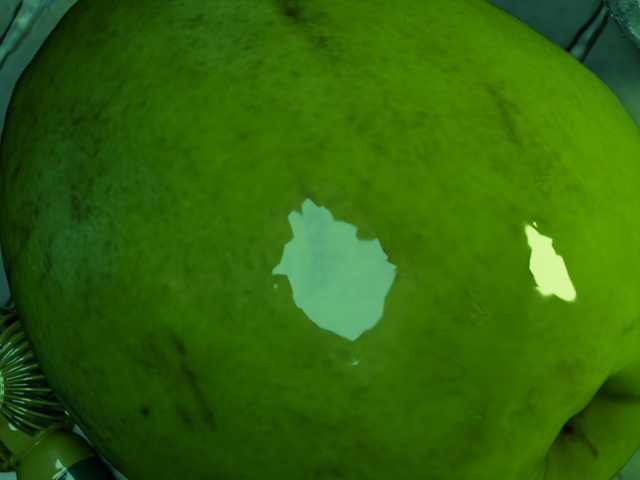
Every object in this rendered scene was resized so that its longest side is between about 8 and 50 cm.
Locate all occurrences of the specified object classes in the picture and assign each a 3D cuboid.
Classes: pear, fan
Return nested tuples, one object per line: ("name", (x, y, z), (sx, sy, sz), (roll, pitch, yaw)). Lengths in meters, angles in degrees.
("pear", (0.000, 0.000, 0.783), (0.307, 0.253, 0.253), (42, 98, 25))
("fan", (-0.137, 0.099, 0.922), (0.082, 0.039, 0.155), (-45, 74, 9))

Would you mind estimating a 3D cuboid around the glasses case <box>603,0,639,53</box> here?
("glasses case", (0.251, -0.159, 0.805), (0.282, 0.067, 0.109), (-21, 84, 12))
